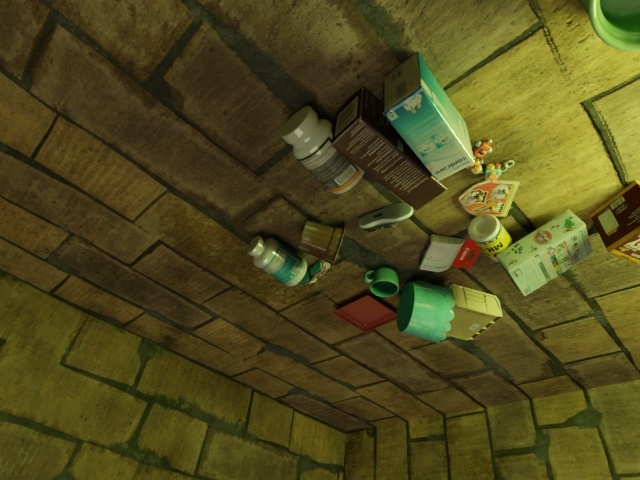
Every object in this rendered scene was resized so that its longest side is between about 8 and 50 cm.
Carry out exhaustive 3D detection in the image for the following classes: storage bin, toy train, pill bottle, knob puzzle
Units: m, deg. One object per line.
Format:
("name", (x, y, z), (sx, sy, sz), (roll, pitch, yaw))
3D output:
("storage bin", (0.700, 0.360, 1.966), (0.261, 0.123, 0.262), (16, 137, -9))
("toy train", (0.570, -0.261, 1.357), (0.166, 0.046, 0.125), (26, 135, -19))
("pill bottle", (0.011, -0.296, 1.322), (0.162, 0.162, 0.278), (-27, 126, 33))
("pill bottle", (-0.198, 0.086, 1.785), (0.264, 0.146, 0.146), (37, 130, -27))
("knob puzzle", (0.614, -0.150, 1.486), (0.213, 0.030, 0.213), (5, 139, 4))
("pill bottle", (0.672, -0.004, 1.563), (0.119, 0.119, 0.208), (-26, 136, 32))

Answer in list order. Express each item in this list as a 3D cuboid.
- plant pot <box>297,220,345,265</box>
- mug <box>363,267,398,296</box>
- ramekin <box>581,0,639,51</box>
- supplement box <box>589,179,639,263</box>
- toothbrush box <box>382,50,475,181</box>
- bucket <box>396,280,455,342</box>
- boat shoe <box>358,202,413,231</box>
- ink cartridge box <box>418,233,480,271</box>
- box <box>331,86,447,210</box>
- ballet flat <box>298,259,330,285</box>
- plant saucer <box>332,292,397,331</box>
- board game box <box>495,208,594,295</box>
("plant pot", (0.000, 0.000, 1.661), (0.165, 0.166, 0.167), (19, 137, 0))
("mug", (0.288, 0.177, 1.846), (0.130, 0.097, 0.157), (-21, 130, 29))
("ramekin", (0.743, -0.600, 0.881), (0.304, 0.148, 0.303), (5, 138, 4))
("supplement box", (1.091, -0.062, 1.384), (0.129, 0.194, 0.191), (19, 137, -13))
("toothbrush box", (0.315, -0.356, 1.168), (0.126, 0.216, 0.296), (-28, 128, 34))
("bucket", (0.479, 0.323, 1.857), (0.183, 0.281, 0.281), (13, 138, -4))
("boat shoe", (0.264, -0.080, 1.584), (0.229, 0.080, 0.076), (-18, 138, 27))
("ink cartridge box", (0.560, 0.066, 1.715), (0.233, 0.066, 0.189), (11, 138, 3))
("box", (0.224, -0.285, 1.278), (0.381, 0.191, 0.143), (33, 132, -25))
("ballet flat", (-0.033, 0.160, 1.905), (0.079, 0.076, 0.221), (16, 141, -38))
("plant saucer", (0.242, 0.376, 2.109), (0.258, 0.047, 0.259), (35, 131, -27))
("board game box", (0.860, 0.055, 1.533), (0.303, 0.097, 0.224), (-36, 132, 15))
